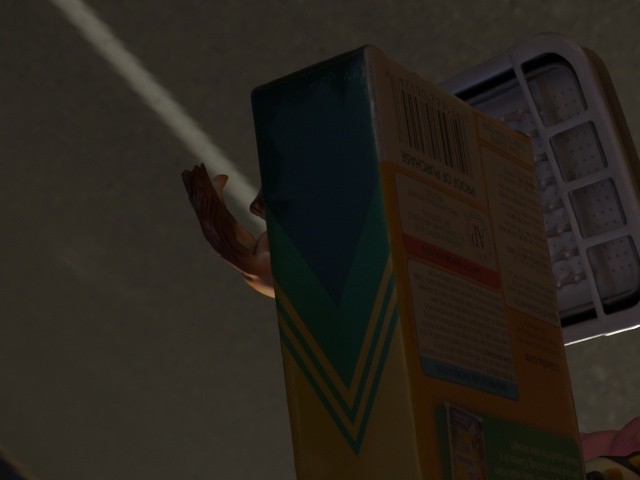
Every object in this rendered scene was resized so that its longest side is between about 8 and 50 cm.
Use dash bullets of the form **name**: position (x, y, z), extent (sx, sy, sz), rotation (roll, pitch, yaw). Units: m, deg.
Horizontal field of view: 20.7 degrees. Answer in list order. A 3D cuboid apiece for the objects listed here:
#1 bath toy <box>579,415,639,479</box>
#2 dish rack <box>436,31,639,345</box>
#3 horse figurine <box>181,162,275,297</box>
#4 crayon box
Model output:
- **bath toy**: position (0.221, 0.169, 1.262), extent (0.151, 0.348, 0.129), rotation (20, 113, 35)
- **dish rack**: position (0.199, -0.035, 1.722), extent (0.333, 0.072, 0.285), rotation (-22, 86, 50)
- **horse figurine**: position (0.000, 0.000, 1.553), extent (0.263, 0.174, 0.066), rotation (5, 136, -23)
- **crayon box**: position (0.064, 0.078, 0.968), extent (0.083, 0.323, 0.203), rotation (-18, 159, 28)
